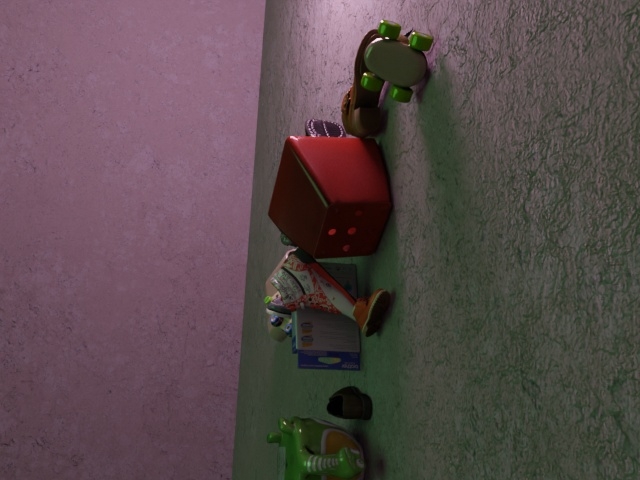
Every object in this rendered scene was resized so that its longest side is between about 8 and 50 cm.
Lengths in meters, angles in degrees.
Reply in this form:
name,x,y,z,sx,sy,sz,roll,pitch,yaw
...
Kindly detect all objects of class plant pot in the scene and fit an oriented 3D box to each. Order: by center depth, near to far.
name,x,y,z,sx,sy,sz,roll,pitch,yaw
plant pot,0.040,-0.097,1.671,0.236,0.267,0.267,-117,34,-44

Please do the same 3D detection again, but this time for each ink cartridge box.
name,x,y,z,sx,sy,sz,roll,pitch,yaw
ink cartridge box,0.013,0.211,1.763,0.065,0.185,0.311,125,147,-59

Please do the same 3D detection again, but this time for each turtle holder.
name,x,y,z,sx,sy,sz,roll,pitch,yaw
turtle holder,-0.004,0.561,1.636,0.244,0.227,0.321,-101,23,-47

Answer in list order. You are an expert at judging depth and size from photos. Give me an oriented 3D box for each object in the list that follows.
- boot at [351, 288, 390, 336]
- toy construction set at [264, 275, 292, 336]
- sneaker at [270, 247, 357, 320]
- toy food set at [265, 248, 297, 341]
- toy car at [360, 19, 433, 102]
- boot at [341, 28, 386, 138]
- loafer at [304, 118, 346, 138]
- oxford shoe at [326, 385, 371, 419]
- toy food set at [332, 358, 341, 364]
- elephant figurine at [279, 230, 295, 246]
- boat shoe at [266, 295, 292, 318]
name,x,y,z,sx,sy,sz,roll,pitch,yaw
boot,0.121,0.162,1.582,0.085,0.059,0.158,54,142,32
toy construction set,-0.081,0.223,2.208,0.215,0.151,0.327,-61,23,-5
sneaker,-0.009,0.157,1.694,0.145,0.270,0.090,-45,0,-1
toy food set,-0.131,0.215,2.501,0.220,0.092,0.306,-52,36,43
toy car,0.193,-0.440,1.511,0.188,0.148,0.155,-55,-13,-58
boot,0.122,-0.427,1.770,0.220,0.108,0.284,-150,59,-77
loafer,0.014,-0.267,2.005,0.366,0.133,0.130,-105,25,-51
oxford shoe,0.056,0.436,1.708,0.227,0.096,0.083,143,128,-72
toy food set,0.055,0.342,1.879,0.082,0.020,0.084,-146,62,-72
elephant figurine,-0.006,-0.054,2.028,0.186,0.239,0.170,-46,-51,-73
boat shoe,-0.055,0.160,1.892,0.116,0.319,0.099,15,102,29
